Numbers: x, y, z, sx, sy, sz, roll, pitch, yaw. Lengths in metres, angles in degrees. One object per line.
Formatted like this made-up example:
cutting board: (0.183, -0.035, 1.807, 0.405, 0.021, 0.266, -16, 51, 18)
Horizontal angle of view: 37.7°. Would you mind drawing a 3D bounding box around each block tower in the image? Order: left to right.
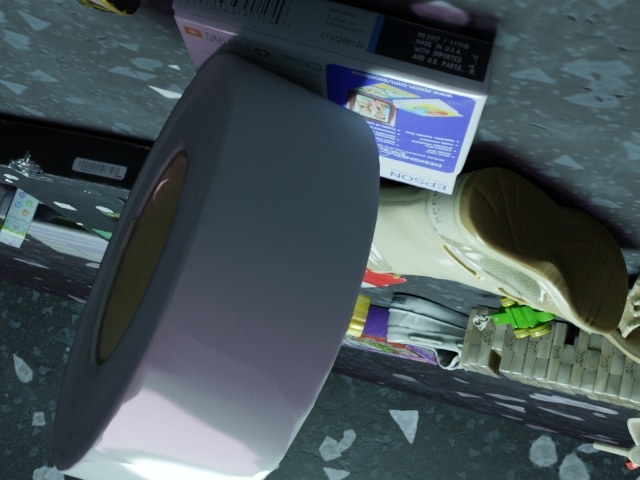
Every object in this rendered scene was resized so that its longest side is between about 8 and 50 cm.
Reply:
block tower: (0.371, 0.175, 1.351, 0.335, 0.097, 0.091, 9, 167, 25)

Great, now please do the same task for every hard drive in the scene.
hard drive: (-0.243, -0.050, 1.197, 0.236, 0.064, 0.339, 12, 166, 19)

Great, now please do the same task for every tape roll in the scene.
tape roll: (-0.075, 0.025, 0.612, 0.100, 0.286, 0.286, 22, 166, -19)

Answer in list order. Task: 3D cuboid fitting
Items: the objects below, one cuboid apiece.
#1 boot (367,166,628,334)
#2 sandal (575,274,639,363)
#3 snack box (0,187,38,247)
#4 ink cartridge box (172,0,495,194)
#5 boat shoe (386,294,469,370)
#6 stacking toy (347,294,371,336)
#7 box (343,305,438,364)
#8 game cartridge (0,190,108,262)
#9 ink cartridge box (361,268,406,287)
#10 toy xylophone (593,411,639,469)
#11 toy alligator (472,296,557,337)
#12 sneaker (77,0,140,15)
boot: (0.154, 0.013, 0.903, 0.262, 0.095, 0.203, 27, 163, -36)
sandal: (0.334, 0.067, 0.977, 0.088, 0.079, 0.240, -25, -161, -17)
snack box: (-0.430, -0.047, 1.352, 0.037, 0.100, 0.141, 20, 167, -17)
ink cartridge box: (0.011, -0.106, 0.677, 0.206, 0.045, 0.208, 15, 166, 5)
boat shoe: (0.220, 0.167, 1.510, 0.267, 0.088, 0.096, 23, 165, -30)
stacking toy: (-0.030, 0.082, 1.183, 0.167, 0.052, 0.221, 16, 172, 0)
box: (0.059, 0.160, 1.753, 0.293, 0.057, 0.201, 8, 166, 30)
game cartridge: (-0.318, 0.004, 1.545, 0.355, 0.068, 0.230, 13, 171, 13)
ink cartridge box: (0.000, 0.000, 1.078, 0.134, 0.078, 0.231, 20, 167, -22)
toy xylophone: (0.552, 0.290, 1.427, 0.081, 0.236, 0.323, 59, 179, 8)
toy alligator: (0.265, 0.093, 1.232, 0.051, 0.056, 0.189, -23, 180, -20)
sneaker: (-0.163, -0.173, 0.631, 0.035, 0.031, 0.083, 4, 163, 44)
